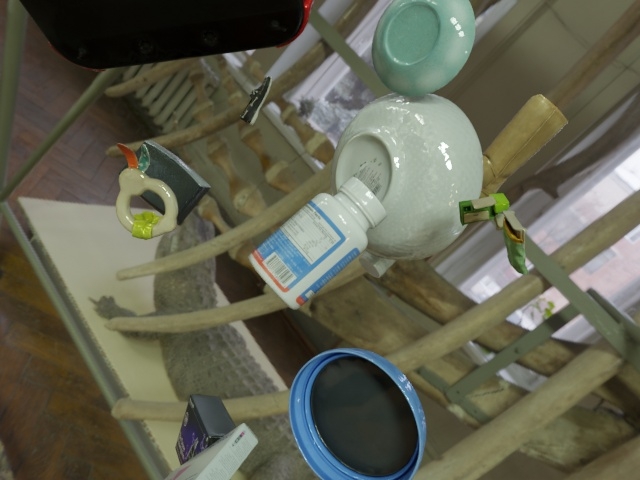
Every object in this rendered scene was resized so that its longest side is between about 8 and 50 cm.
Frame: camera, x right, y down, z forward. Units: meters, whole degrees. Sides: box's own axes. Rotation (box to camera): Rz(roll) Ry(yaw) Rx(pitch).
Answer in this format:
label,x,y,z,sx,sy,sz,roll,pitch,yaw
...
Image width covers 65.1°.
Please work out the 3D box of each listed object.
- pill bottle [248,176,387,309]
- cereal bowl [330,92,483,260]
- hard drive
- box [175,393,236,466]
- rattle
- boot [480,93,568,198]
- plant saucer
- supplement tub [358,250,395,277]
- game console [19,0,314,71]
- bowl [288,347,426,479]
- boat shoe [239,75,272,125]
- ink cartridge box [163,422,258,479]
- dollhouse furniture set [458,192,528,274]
label,x,y,z,sx,sy,sz,roll,pitch,yaw
pill bottle,0.000,0.000,0.837,0.124,0.221,0.124,49,-3,4
cereal bowl,0.132,-0.126,0.976,0.141,0.339,0.339,0,45,-40
hard drive,-0.484,-0.184,1.538,0.255,0.172,0.054,38,-5,8
box,-0.329,0.587,1.449,0.103,0.184,0.261,18,1,-27
rattle,-0.365,-0.109,1.072,0.143,0.130,0.199,-42,115,-71
boot,0.432,-0.240,1.207,0.236,0.269,0.089,23,26,-42
plant saucer,0.164,-0.349,0.860,0.037,0.195,0.195,-4,51,-54
supplement tub,0.151,0.029,1.198,0.071,0.107,0.071,41,-19,17
game console,-0.218,-0.368,0.598,0.342,0.387,0.060,73,15,-54
bowl,0.094,0.473,1.321,0.391,0.391,0.077,51,28,19
boat shoe,-0.153,-0.336,1.194,0.038,0.125,0.046,23,26,-16
ink cartridge box,-0.332,0.589,1.126,0.071,0.324,0.330,52,25,3
dollhouse furniture set,0.246,-0.016,0.726,0.151,0.059,0.076,-89,167,-59
